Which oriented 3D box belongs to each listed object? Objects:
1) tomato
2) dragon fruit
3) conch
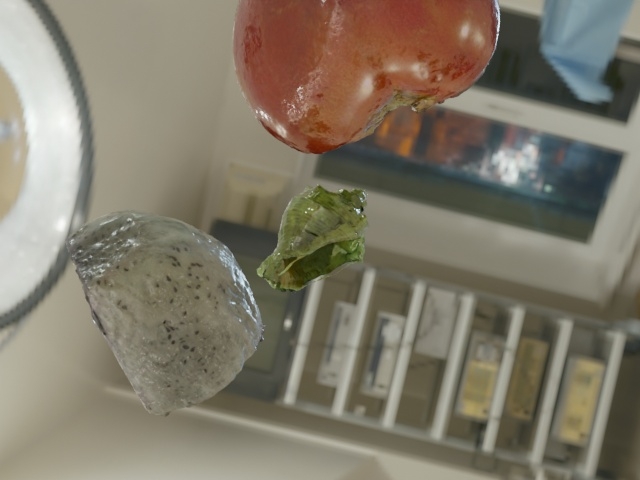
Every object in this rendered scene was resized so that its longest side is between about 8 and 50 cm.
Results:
[{"bbox_3d":[0.022,-0.195,1.188,0.139,0.233,0.200,54,-170,-51],"label":"tomato"},{"bbox_3d":[-0.212,0.062,1.962,0.283,0.204,0.221,59,175,46],"label":"dragon fruit"},{"bbox_3d":[0.000,0.000,1.257,0.121,0.089,0.074,-45,27,-6],"label":"conch"}]
